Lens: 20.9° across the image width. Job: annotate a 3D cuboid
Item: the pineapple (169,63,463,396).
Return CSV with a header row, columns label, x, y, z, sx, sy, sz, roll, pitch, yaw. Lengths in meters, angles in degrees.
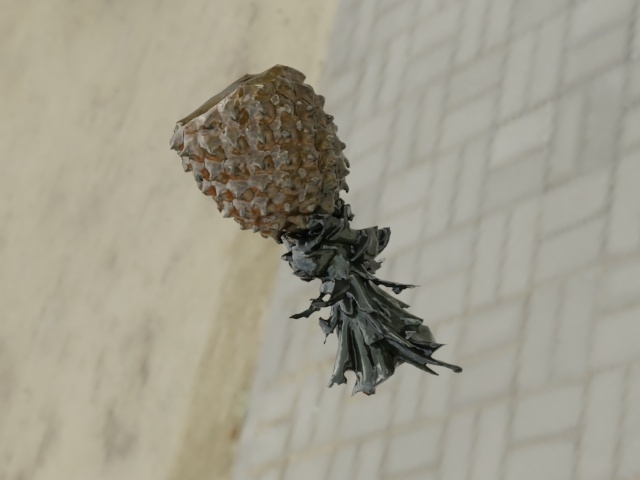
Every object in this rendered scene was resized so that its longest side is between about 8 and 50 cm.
label,x,y,z,sx,sy,sz,roll,pitch,yaw
pineapple,0.000,0.000,0.604,0.058,0.124,0.058,-31,8,5
